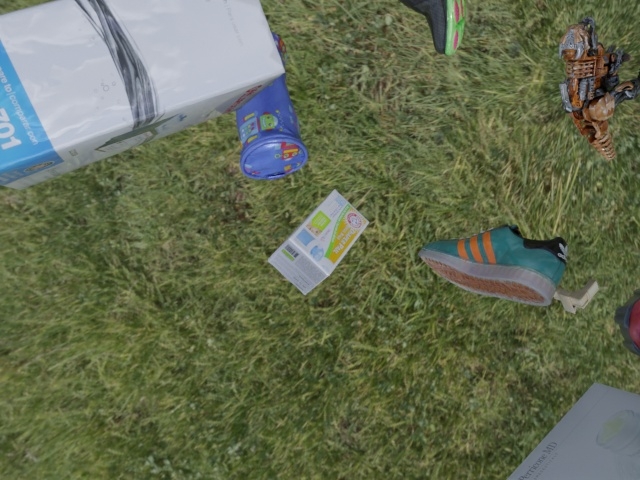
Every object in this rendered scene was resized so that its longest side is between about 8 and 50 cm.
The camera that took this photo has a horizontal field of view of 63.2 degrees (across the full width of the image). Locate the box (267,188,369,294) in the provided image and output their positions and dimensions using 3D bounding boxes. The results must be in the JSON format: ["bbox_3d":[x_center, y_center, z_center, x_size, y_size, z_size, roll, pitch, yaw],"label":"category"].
[{"bbox_3d":[0.000,0.000,1.128,0.114,0.203,0.103,43,137,-4],"label":"box"}]

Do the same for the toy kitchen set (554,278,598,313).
[{"bbox_3d":[0.667,0.141,1.357,0.083,0.075,0.068,23,152,55],"label":"toy kitchen set"}]

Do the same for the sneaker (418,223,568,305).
[{"bbox_3d":[0.318,0.030,0.971,0.108,0.121,0.302,43,165,-31],"label":"sneaker"}]

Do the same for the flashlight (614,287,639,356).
[{"bbox_3d":[0.418,0.100,0.553,0.103,0.304,0.103,-44,80,6],"label":"flashlight"}]

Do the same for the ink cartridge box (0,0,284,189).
[{"bbox_3d":[-0.139,-0.108,0.355,0.139,0.190,0.082,9,121,69],"label":"ink cartridge box"}]

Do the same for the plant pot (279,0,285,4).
[{"bbox_3d":[-0.140,-0.575,1.026,0.032,0.236,0.236,-40,85,9],"label":"plant pot"}]

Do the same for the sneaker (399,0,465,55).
[{"bbox_3d":[0.298,-0.784,1.574,0.202,0.185,0.483,-19,98,33],"label":"sneaker"}]

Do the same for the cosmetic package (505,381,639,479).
[{"bbox_3d":[0.375,0.301,0.588,0.224,0.224,0.138,4,117,54],"label":"cosmetic package"}]

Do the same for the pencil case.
[{"bbox_3d":[-0.103,-0.252,0.957,0.119,0.133,0.306,-11,60,-1],"label":"pencil case"}]

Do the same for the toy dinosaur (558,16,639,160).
[{"bbox_3d":[0.586,-0.320,1.110,0.164,0.218,0.322,40,162,35],"label":"toy dinosaur"}]
